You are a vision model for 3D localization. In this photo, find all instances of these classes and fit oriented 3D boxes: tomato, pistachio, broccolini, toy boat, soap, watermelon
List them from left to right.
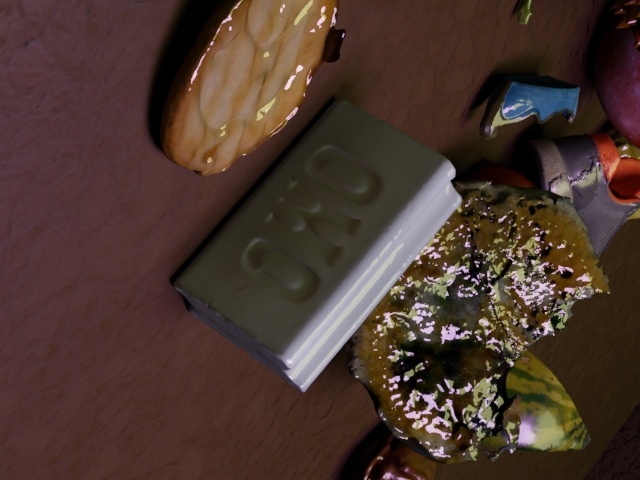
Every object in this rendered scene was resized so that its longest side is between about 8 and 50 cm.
[{"bbox_3d":[0.000,0.000,1.393,0.265,0.160,0.087,-49,153,-16],"label":"soap"},{"bbox_3d":[0.112,0.353,2.040,0.210,0.131,0.165,-61,153,-11],"label":"pistachio"},{"bbox_3d":[0.188,0.210,1.813,0.128,0.303,0.159,-54,144,-34],"label":"watermelon"},{"bbox_3d":[0.264,-0.168,1.770,0.185,0.075,0.077,-10,119,-54],"label":"toy boat"},{"bbox_3d":[0.275,-0.344,1.634,0.052,0.054,0.194,-57,165,-51],"label":"broccolini"},{"bbox_3d":[0.502,-0.256,1.921,0.270,0.227,0.270,-50,-175,6],"label":"tomato"}]

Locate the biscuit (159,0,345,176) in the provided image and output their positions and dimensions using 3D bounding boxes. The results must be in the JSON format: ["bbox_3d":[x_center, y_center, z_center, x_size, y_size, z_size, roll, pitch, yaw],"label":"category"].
[{"bbox_3d":[-0.056,-0.166,1.226,0.203,0.041,0.260,-17,139,-48],"label":"biscuit"}]

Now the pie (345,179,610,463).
[{"bbox_3d":[0.182,0.081,1.700,0.371,0.296,0.078,-57,-168,-8],"label":"pie"}]

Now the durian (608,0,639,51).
[{"bbox_3d":[0.501,-0.360,1.652,0.348,0.384,0.347,-26,166,-7],"label":"durian"}]

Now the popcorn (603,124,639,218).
[{"bbox_3d":[0.484,-0.106,2.165,0.195,0.173,0.168,-21,103,-13],"label":"popcorn"}]

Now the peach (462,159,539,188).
[{"bbox_3d":[0.227,0.010,1.855,0.190,0.226,0.196,-18,-177,-8],"label":"peach"}]

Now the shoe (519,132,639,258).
[{"bbox_3d":[0.396,-0.057,2.000,0.171,0.132,0.336,-20,147,5],"label":"shoe"}]
